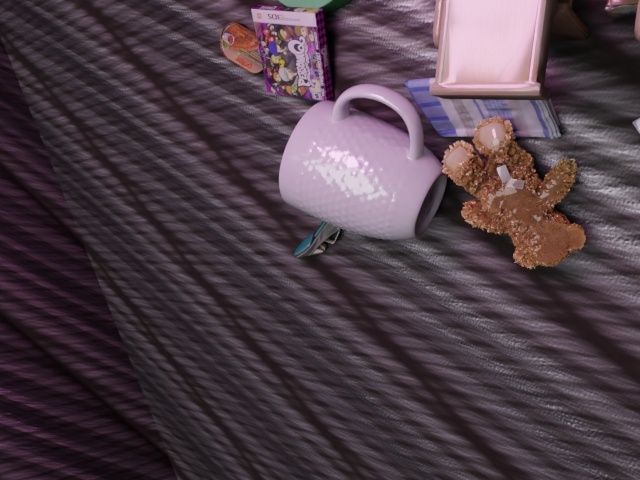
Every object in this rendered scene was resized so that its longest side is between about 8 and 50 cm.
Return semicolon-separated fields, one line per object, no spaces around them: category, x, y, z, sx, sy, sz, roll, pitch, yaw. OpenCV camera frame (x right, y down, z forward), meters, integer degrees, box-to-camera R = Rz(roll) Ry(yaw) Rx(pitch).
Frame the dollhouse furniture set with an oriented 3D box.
dollhouse furniture set;0.363;-0.360;0.969;0.362;0.394;0.256;11;101;34

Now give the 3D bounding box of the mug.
mug;0.116;-0.181;1.280;0.328;0.276;0.374;26;139;22

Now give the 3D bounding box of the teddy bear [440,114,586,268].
teddy bear;0.410;-0.102;1.177;0.338;0.113;0.245;35;114;6

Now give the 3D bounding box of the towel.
towel;0.339;-0.275;1.162;0.285;0.209;0.034;10;74;37

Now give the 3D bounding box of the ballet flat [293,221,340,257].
ballet flat;0.000;0.000;1.583;0.068;0.072;0.213;33;131;-12

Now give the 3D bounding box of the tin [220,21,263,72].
tin;-0.210;-0.548;1.586;0.190;0.040;0.106;36;119;23

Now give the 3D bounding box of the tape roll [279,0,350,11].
tape roll;-0.013;-0.728;1.353;0.321;0.077;0.321;12;111;35

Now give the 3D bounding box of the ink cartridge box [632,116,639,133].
ink cartridge box;0.682;-0.166;1.009;0.109;0.062;0.209;-38;81;38

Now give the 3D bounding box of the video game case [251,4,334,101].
video game case;-0.071;-0.485;1.448;0.210;0.042;0.232;20;135;32
